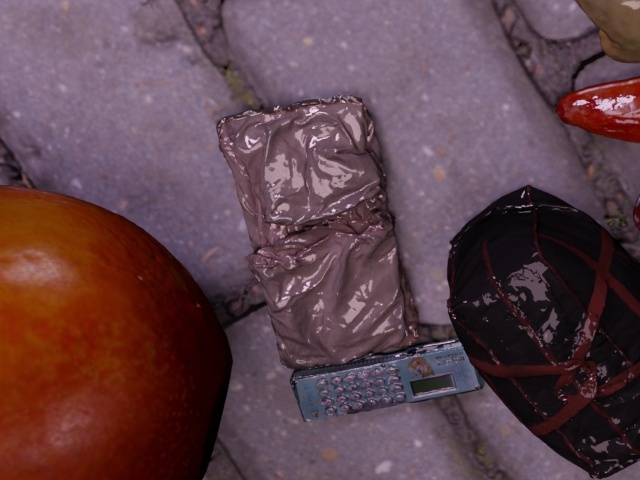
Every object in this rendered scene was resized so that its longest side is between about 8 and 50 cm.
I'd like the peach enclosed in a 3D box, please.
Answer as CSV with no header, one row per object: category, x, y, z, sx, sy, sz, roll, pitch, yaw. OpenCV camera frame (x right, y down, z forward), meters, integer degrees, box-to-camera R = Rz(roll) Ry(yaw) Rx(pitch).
peach,-0.260,0.127,1.241,0.388,0.388,0.388,3,116,6

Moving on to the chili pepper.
chili pepper,0.271,-0.108,1.216,0.169,0.065,0.088,-4,114,13

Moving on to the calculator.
calculator,0.058,0.126,1.381,0.172,0.018,0.057,-12,115,11

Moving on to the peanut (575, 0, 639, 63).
peanut,0.221,-0.252,1.129,0.117,0.101,0.263,4,118,28

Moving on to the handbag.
handbag,0.201,0.073,1.250,0.155,0.169,0.215,-38,105,21

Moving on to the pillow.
pillow,0.000,0.000,1.311,0.135,0.049,0.248,-10,117,8

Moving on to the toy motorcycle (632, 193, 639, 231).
toy motorcycle,0.333,0.007,1.243,0.122,0.082,0.213,-11,131,35
